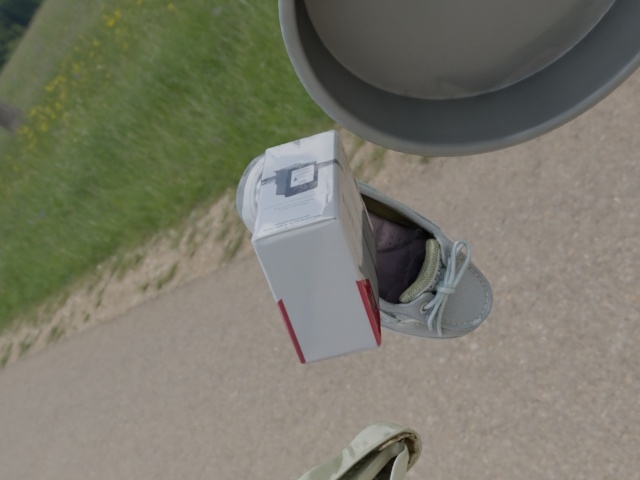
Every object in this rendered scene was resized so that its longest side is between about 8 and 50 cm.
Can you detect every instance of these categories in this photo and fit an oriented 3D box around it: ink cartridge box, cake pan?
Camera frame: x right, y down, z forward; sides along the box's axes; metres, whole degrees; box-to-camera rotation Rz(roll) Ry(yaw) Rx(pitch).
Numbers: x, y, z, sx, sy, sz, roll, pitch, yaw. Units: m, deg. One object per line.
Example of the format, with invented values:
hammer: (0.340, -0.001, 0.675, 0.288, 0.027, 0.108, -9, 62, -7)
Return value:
ink cartridge box: (0.000, 0.000, 0.693, 0.063, 0.109, 0.150, -16, 28, 9)
cake pan: (0.112, -0.186, 0.633, 0.293, 0.293, 0.054, -47, 38, 27)

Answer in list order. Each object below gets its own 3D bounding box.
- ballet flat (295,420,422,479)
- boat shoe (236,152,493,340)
ballet flat: (0.027, 0.268, 0.991, 0.248, 0.086, 0.086, -34, -2, -45)
boat shoe: (0.064, 0.015, 0.931, 0.103, 0.320, 0.118, 11, 70, 58)
